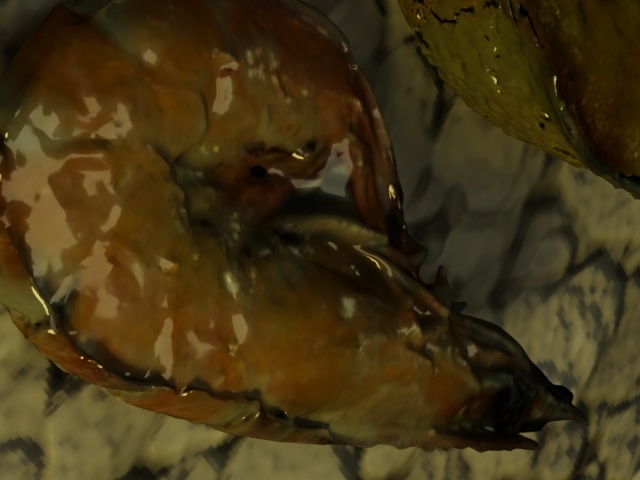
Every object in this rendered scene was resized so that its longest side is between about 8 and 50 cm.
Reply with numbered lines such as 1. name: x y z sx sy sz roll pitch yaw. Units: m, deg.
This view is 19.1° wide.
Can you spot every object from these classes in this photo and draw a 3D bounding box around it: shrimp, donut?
1. shrimp: 0.000 0.000 0.729 0.317 0.062 0.164 24 80 -41
2. donut: 0.128 -0.152 0.789 0.272 0.107 0.272 -17 113 -45
